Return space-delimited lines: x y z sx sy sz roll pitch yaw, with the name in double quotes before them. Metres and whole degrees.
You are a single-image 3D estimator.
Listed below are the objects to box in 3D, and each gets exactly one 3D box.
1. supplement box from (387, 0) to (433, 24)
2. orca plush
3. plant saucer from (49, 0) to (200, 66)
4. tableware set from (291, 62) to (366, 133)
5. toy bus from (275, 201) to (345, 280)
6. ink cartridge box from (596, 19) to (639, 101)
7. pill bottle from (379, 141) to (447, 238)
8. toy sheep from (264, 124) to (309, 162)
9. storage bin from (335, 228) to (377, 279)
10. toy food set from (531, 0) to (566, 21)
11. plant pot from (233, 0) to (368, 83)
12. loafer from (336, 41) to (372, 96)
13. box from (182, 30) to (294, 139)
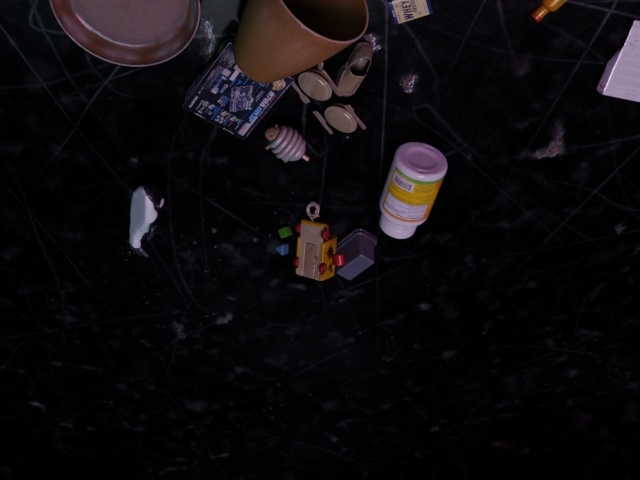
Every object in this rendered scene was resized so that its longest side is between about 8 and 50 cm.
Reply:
"supplement box" 0.185 -0.509 1.568 0.083 0.083 0.056 -14 134 14
"orca plush" -0.447 -0.059 2.015 0.102 0.151 0.287 -18 142 -30
"plant saucer" -0.408 -0.510 1.571 0.311 0.050 0.310 -1 136 -1
"tableware set" 0.023 -0.334 1.767 0.128 0.039 0.194 1 142 46
"toy bus" -0.005 0.010 2.097 0.202 0.190 0.104 -39 169 33
"ink cartridge box" 0.746 -0.415 1.735 0.146 0.045 0.179 9 118 -10
"pill bottle" 0.231 -0.123 1.942 0.137 0.136 0.245 6 136 -9
"toy sheep" -0.081 -0.237 1.849 0.132 0.091 0.091 30 128 -23
"storage bin" 0.102 0.050 2.155 0.098 0.091 0.135 31 129 -30
"toy food set" 0.402 -0.554 1.507 0.232 0.111 0.104 25 130 -29
"plant pot" -0.068 -0.441 1.552 0.237 0.237 0.254 24 145 -25
"loafer" 0.076 -0.387 1.718 0.056 0.050 0.148 12 135 -14
"box" -0.193 -0.356 1.740 0.175 0.051 0.220 25 130 -26
